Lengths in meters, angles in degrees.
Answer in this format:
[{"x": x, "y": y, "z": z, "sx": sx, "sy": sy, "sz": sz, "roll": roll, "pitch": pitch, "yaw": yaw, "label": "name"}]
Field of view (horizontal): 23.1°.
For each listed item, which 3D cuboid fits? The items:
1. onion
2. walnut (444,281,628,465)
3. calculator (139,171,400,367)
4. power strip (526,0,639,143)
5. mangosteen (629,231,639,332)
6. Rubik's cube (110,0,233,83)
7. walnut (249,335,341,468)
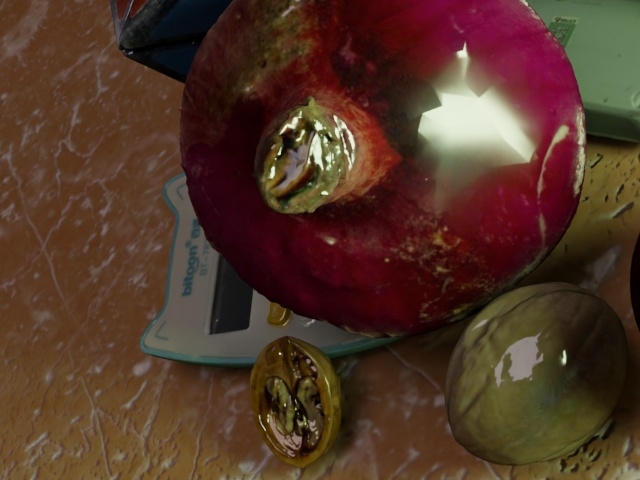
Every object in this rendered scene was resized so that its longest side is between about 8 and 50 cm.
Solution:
[{"x": 0.033, "y": -0.076, "z": 1.262, "sx": 0.347, "sy": 0.385, "sz": 0.348, "roll": 2, "pitch": 99, "yaw": 17, "label": "onion"}, {"x": 0.173, "y": 0.108, "z": 1.258, "sx": 0.140, "sy": 0.140, "sz": 0.162, "roll": 33, "pitch": 96, "yaw": 45, "label": "walnut"}, {"x": 0.000, "y": 0.000, "z": 1.518, "sx": 0.386, "sy": 0.054, "sz": 0.256, "roll": -13, "pitch": 58, "yaw": 32, "label": "calculator"}, {"x": 0.236, "y": -0.192, "z": 1.424, "sx": 0.265, "sy": 0.059, "sz": 0.194, "roll": 15, "pitch": 70, "yaw": 40, "label": "power strip"}, {"x": 0.348, "y": 0.052, "z": 1.114, "sx": 0.235, "sy": 0.235, "sz": 0.261, "roll": -23, "pitch": 92, "yaw": 28, "label": "mangosteen"}, {"x": -0.049, "y": -0.299, "z": 1.560, "sx": 0.259, "sy": 0.260, "sz": 0.255, "roll": -39, "pitch": 44, "yaw": 29, "label": "Rubik's cube"}, {"x": -0.015, "y": 0.144, "z": 1.435, "sx": 0.091, "sy": 0.052, "sz": 0.121, "roll": -2, "pitch": 95, "yaw": 34, "label": "walnut"}]
